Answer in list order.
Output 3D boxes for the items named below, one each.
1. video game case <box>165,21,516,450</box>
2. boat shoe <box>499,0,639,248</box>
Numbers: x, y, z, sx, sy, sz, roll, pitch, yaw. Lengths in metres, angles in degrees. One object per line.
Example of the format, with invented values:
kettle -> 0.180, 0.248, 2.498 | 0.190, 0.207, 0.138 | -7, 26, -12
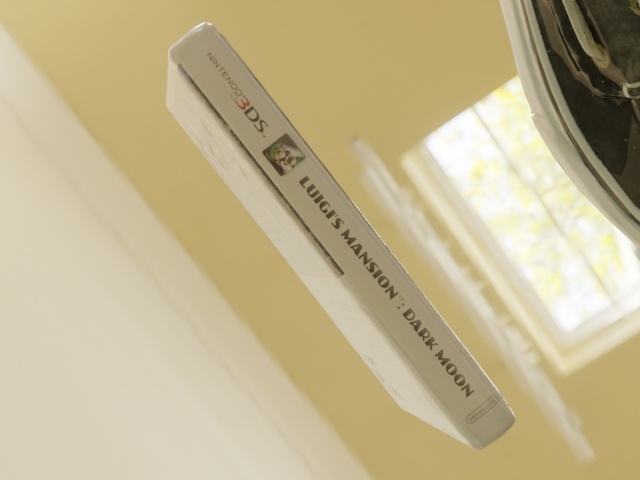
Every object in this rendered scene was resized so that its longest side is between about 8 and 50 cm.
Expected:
video game case -> 0.000, 0.000, 0.687 | 0.173, 0.022, 0.190 | 52, 176, -3
boat shoe -> 0.134, -0.118, 0.735 | 0.335, 0.121, 0.119 | 60, 170, -11
